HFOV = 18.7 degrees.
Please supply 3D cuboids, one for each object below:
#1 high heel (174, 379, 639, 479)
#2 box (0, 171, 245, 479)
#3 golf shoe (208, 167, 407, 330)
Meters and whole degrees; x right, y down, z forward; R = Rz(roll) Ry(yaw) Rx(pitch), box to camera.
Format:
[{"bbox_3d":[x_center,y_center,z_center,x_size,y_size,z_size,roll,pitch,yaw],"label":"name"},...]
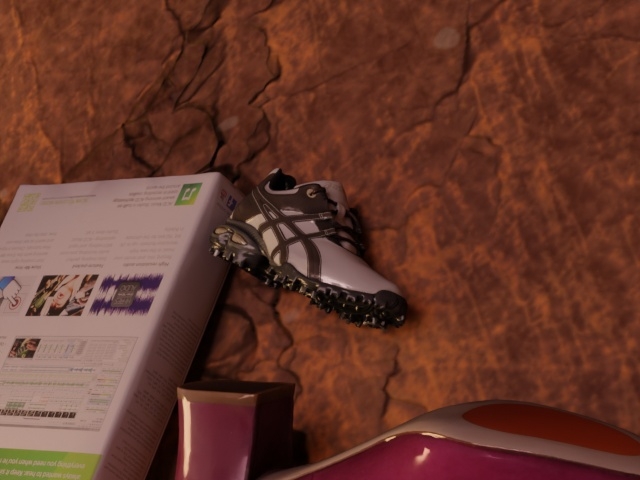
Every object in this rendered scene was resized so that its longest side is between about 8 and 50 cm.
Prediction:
[{"bbox_3d":[0.061,0.195,1.262,0.377,0.127,0.181,4,96,37],"label":"high heel"},{"bbox_3d":[-0.203,0.096,1.518,0.232,0.058,0.322,-2,55,39],"label":"box"},{"bbox_3d":[0.000,0.000,1.421,0.198,0.077,0.094,25,82,44],"label":"golf shoe"}]
